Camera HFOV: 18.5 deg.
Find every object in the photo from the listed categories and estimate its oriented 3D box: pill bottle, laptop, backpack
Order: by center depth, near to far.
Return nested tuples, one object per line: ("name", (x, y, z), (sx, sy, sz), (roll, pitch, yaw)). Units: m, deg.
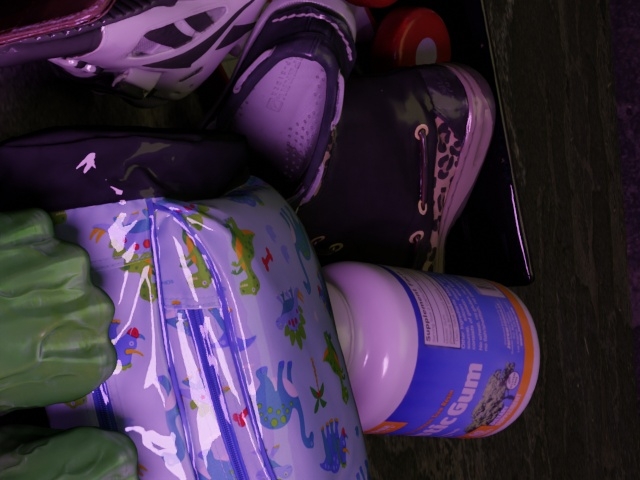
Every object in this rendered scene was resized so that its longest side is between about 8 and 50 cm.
("backpack", (-0.099, 0.095, 1.455), (0.290, 0.273, 0.356), (-13, 106, -78))
("pill bottle", (0.058, 0.098, 1.754), (0.272, 0.152, 0.152), (7, 73, -45))
("laptop", (0.145, -0.148, 2.222), (0.236, 0.408, 0.382), (-14, 94, -36))

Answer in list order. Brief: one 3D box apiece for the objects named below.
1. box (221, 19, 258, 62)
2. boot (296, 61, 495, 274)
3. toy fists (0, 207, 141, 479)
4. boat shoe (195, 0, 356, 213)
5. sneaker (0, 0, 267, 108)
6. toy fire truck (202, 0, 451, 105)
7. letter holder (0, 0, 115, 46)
("box", (-0.112, -0.220, 1.683), (0.186, 0.038, 0.145), (-23, 120, -57))
("boot", (0.000, 0.000, 1.848), (0.284, 0.138, 0.377), (3, 114, -48))
("toy fists", (-0.195, 0.119, 1.281), (0.096, 0.142, 0.279), (180, -102, -67))
("boat shoe", (-0.056, -0.065, 1.608), (0.091, 0.114, 0.302), (-81, -172, -53))
("sneaker", (-0.152, -0.154, 1.507), (0.330, 0.122, 0.146), (-22, 136, -45))
("toy fire truck", (-0.020, -0.182, 1.923), (0.254, 0.169, 0.302), (-52, 135, -31))
("letter holder", (-0.218, -0.269, 1.287), (0.302, 0.214, 0.152), (-78, 151, -45))
